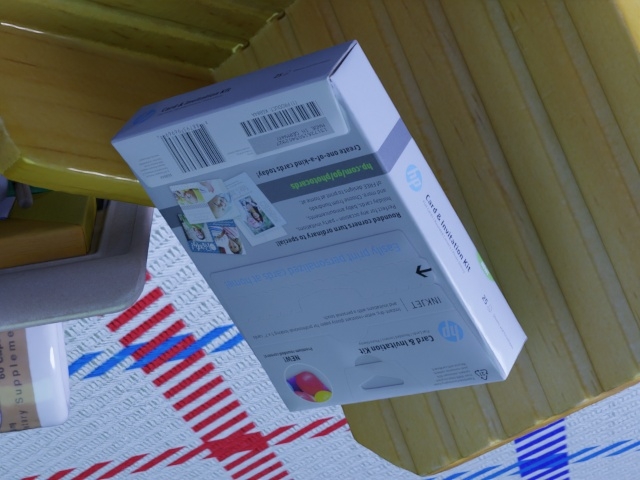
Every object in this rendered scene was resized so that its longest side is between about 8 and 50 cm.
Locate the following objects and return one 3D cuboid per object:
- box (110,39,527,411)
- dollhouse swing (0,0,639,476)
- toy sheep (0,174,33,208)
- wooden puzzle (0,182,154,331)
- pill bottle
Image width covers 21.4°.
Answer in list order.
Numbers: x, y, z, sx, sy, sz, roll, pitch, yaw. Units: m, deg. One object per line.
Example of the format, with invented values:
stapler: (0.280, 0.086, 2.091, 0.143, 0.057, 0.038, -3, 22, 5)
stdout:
box: (0.000, 0.000, 0.860, 0.145, 0.038, 0.186, -13, 118, 38)
dollhouse swing: (-0.006, -0.059, 0.883, 0.315, 0.305, 0.347, 10, 151, -38)
toy sheep: (-0.220, -0.059, 1.070, 0.132, 0.091, 0.091, -9, 157, -15)
wooden puzzle: (-0.218, -0.003, 1.089, 0.221, 0.044, 0.239, -9, -159, -1)
pill bottle: (-0.316, 0.094, 1.324, 0.229, 0.131, 0.131, -7, 157, -6)
